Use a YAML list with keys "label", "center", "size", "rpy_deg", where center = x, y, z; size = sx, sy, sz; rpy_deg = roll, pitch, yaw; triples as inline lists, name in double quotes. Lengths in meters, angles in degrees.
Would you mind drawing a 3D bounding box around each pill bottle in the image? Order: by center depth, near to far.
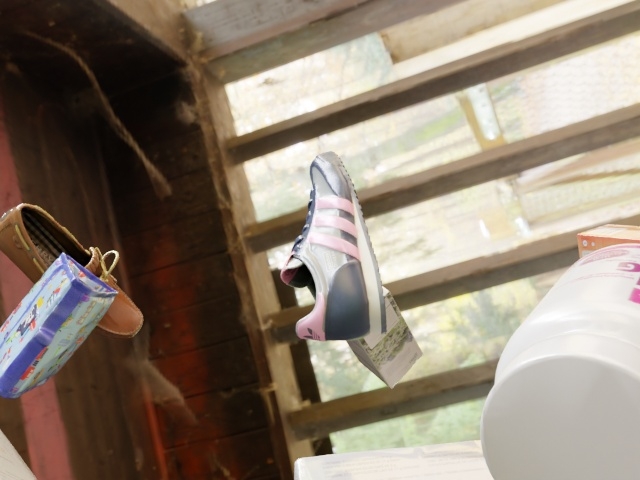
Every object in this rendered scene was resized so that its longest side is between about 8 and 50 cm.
- label: "pill bottle"
  center: [0.234, 0.107, 0.616]
  size: [0.283, 0.160, 0.160]
  rpy_deg: [-24, -83, -59]

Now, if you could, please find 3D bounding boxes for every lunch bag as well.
- label: "lunch bag"
  center: [-0.474, 0.156, 1.355]
  size: [0.138, 0.221, 0.293]
  rpy_deg: [39, 172, -14]

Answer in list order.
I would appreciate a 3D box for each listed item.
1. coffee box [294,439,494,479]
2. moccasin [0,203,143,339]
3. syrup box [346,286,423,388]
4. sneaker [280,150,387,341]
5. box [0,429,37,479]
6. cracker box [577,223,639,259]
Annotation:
- label: "coffee box"
  center: [0.147, 0.501, 0.981]
  size: [0.338, 0.337, 0.334]
  rpy_deg: [-111, 20, -65]
- label: "moccasin"
  center: [-0.525, 0.069, 1.668]
  size: [0.380, 0.147, 0.139]
  rpy_deg: [53, -137, -16]
- label: "syrup box"
  center: [0.095, 0.159, 1.380]
  size: [0.096, 0.093, 0.237]
  rpy_deg: [37, 166, 39]
- label: "sneaker"
  center: [0.000, 0.000, 1.093]
  size: [0.112, 0.131, 0.319]
  rpy_deg: [82, 175, -50]
- label: "box"
  center: [-0.527, 0.313, 1.045]
  size: [0.345, 0.168, 0.215]
  rpy_deg: [41, 162, 24]
- label: "cracker box"
  center: [0.431, 0.100, 1.019]
  size: [0.155, 0.067, 0.232]
  rpy_deg: [8, 111, 63]
